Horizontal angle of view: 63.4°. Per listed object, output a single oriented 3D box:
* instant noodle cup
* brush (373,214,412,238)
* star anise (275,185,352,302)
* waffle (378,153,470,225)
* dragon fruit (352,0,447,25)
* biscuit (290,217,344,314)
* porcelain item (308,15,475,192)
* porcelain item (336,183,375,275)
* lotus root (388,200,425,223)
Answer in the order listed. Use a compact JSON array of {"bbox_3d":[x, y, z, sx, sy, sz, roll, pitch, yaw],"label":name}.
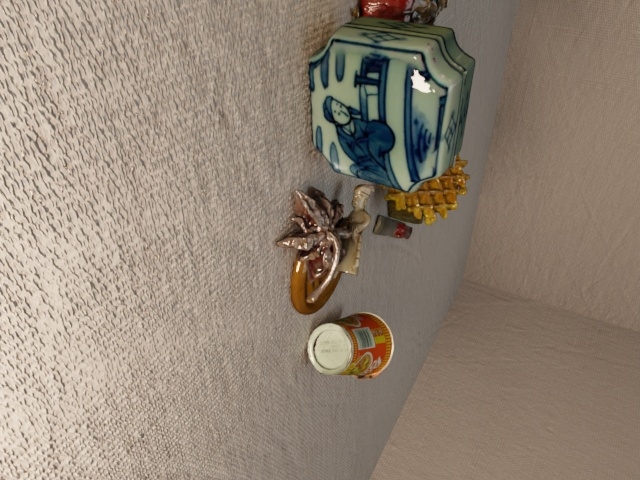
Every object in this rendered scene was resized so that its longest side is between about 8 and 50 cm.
[{"bbox_3d":[0.071,0.285,1.376,0.212,0.193,0.193,12,94,-60],"label":"instant noodle cup"},{"bbox_3d":[0.243,-0.036,1.689,0.321,0.050,0.060,7,103,-66],"label":"brush"},{"bbox_3d":[0.000,0.001,1.068,0.209,0.089,0.231,-24,102,-42],"label":"star anise"},{"bbox_3d":[0.308,-0.190,1.506,0.293,0.259,0.069,-60,-171,-20],"label":"waffle"},{"bbox_3d":[0.187,-0.496,1.097,0.224,0.148,0.218,18,90,-67],"label":"dragon fruit"},{"bbox_3d":[0.007,0.056,1.223,0.262,0.037,0.262,-47,145,-47],"label":"biscuit"},{"bbox_3d":[0.123,-0.246,0.954,0.157,0.285,0.281,-46,147,-42],"label":"porcelain item"},{"bbox_3d":[0.078,-0.029,1.195,0.054,0.084,0.213,15,87,-39],"label":"porcelain item"},{"bbox_3d":[0.297,-0.174,1.617,0.235,0.119,0.138,-70,162,-3],"label":"lotus root"}]
